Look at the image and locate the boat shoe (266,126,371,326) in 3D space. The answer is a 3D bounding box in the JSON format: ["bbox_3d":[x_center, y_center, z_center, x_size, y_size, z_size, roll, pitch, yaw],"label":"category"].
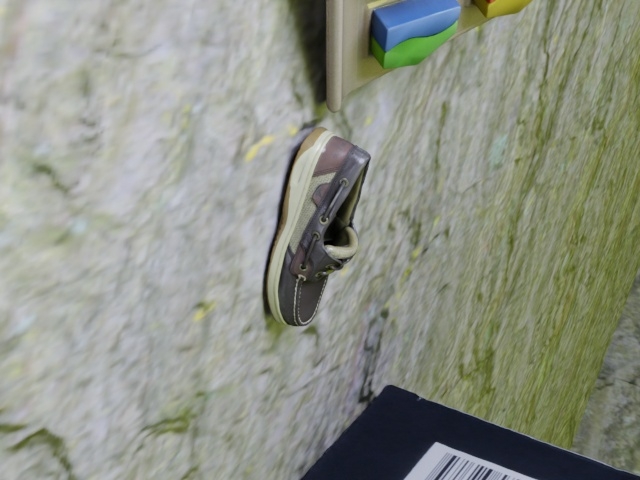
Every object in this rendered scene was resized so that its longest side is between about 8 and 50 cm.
[{"bbox_3d":[0.000,0.000,0.833,0.056,0.049,0.152,-42,149,-48],"label":"boat shoe"}]

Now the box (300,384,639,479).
[{"bbox_3d":[0.134,0.385,1.163,0.212,0.293,0.395,-38,139,-50],"label":"box"}]

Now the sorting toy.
[{"bbox_3d":[0.090,-0.172,0.750,0.208,0.038,0.193,-33,159,-14],"label":"sorting toy"}]
